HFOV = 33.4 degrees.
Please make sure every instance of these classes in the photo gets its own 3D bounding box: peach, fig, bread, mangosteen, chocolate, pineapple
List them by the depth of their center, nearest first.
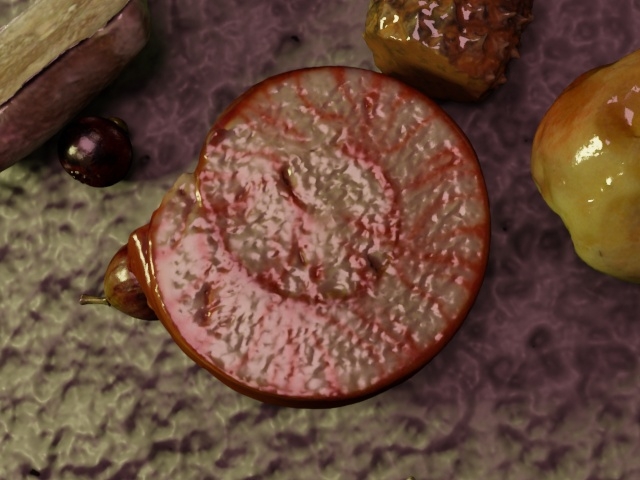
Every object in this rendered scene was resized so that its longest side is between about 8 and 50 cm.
[{"bbox_3d":[0.309,-0.073,0.914,0.235,0.214,0.214,-34,72,38],"label":"peach"},{"bbox_3d":[0.004,0.000,1.001,0.295,0.114,0.327,38,79,6],"label":"bread"},{"bbox_3d":[0.156,-0.277,1.030,0.158,0.158,0.278,25,83,16],"label":"pineapple"},{"bbox_3d":[-0.191,0.048,1.095,0.125,0.089,0.089,-24,74,36],"label":"fig"},{"bbox_3d":[-0.235,-0.096,1.122,0.081,0.081,0.081,-2,80,13],"label":"mangosteen"},{"bbox_3d":[-0.299,-0.167,1.124,0.303,0.100,0.185,-41,34,4],"label":"chocolate"}]

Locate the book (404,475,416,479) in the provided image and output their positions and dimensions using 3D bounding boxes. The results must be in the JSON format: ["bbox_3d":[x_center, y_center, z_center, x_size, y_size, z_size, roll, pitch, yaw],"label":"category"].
[{"bbox_3d":[0.022,0.407,1.003,0.322,0.018,0.228,-36,76,5],"label":"book"}]
